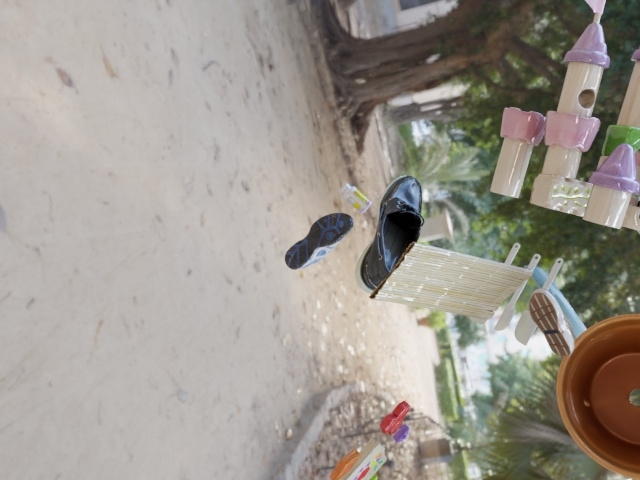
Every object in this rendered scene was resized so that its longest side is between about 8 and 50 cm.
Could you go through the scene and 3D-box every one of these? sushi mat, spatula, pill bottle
[{"bbox_3d":[0.257,0.085,1.259,0.316,0.151,0.019,12,35,-31],"label":"sushi mat"},{"bbox_3d":[0.506,0.128,1.688,0.019,0.168,0.242,35,81,-53],"label":"spatula"},{"bbox_3d":[0.090,-0.111,1.700,0.083,0.043,0.043,41,18,-9],"label":"pill bottle"}]

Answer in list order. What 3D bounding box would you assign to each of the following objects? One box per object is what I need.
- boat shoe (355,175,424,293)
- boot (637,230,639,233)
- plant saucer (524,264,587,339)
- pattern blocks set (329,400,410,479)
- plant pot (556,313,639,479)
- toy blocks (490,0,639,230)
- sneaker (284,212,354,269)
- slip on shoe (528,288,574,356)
[{"bbox_3d":[0.191,-0.030,1.571,0.127,0.113,0.340,41,58,-16],"label":"boat shoe"},{"bbox_3d":[0.872,0.073,1.621,0.367,0.146,0.446,48,39,-55],"label":"boot"},{"bbox_3d":[0.726,0.198,1.983,0.318,0.043,0.318,51,12,-15],"label":"plant saucer"},{"bbox_3d":[0.074,0.501,1.399,0.026,0.324,0.285,37,-26,30],"label":"pattern blocks set"},{"bbox_3d":[0.612,0.300,1.254,0.203,0.290,0.291,33,45,-62],"label":"plant pot"},{"bbox_3d":[0.422,-0.142,0.825,0.309,0.288,0.260,-133,-124,-73],"label":"toy blocks"},{"bbox_3d":[0.000,0.000,1.727,0.080,0.211,0.081,58,12,16],"label":"sneaker"},{"bbox_3d":[0.383,0.128,1.075,0.041,0.051,0.135,-47,113,-36],"label":"slip on shoe"}]
